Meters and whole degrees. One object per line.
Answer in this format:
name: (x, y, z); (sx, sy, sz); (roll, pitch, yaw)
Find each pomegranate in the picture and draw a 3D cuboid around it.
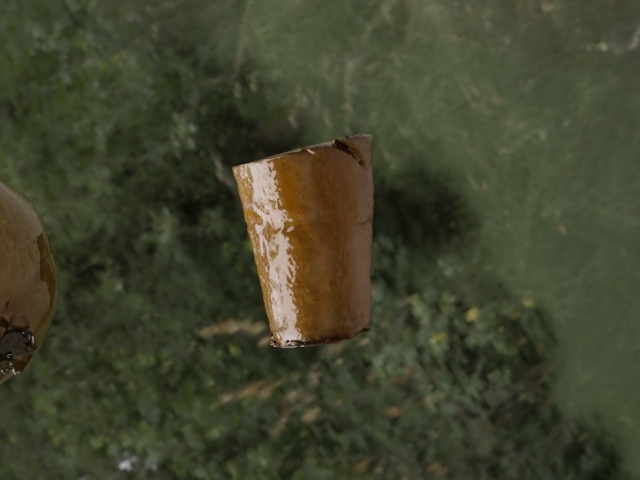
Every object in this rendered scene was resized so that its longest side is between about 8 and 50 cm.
pomegranate: (-0.409, 0.049, 1.390); (0.319, 0.319, 0.319); (59, 174, 9)

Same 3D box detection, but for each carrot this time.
carrot: (0.000, 0.000, 1.814); (0.196, 0.196, 0.254); (-174, 73, -83)
